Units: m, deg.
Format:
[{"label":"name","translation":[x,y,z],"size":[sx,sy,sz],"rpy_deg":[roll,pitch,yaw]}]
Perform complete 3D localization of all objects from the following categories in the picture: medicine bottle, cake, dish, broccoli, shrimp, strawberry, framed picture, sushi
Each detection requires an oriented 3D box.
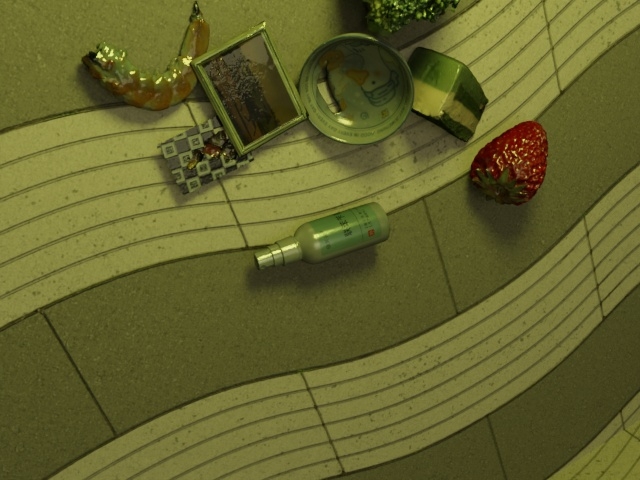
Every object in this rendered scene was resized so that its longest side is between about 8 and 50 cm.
[{"label":"medicine bottle","translation":[0.000,0.000,1.796],"size":[0.352,0.110,0.110],"rpy_deg":[-18,113,-17]},{"label":"cake","translation":[0.349,-0.349,1.801],"size":[0.284,0.172,0.158],"rpy_deg":[26,98,-30]},{"label":"dish","translation":[0.090,-0.378,1.704],"size":[0.273,0.134,0.273],"rpy_deg":[4,124,7]},{"label":"broccoli","translation":[0.179,-0.620,1.583],"size":[0.249,0.302,0.375],"rpy_deg":[37,53,-34]},{"label":"shrimp","translation":[-0.352,-0.381,1.544],"size":[0.287,0.068,0.185],"rpy_deg":[-29,118,-14]},{"label":"strawberry","translation":[0.531,-0.223,1.921],"size":[0.205,0.205,0.244],"rpy_deg":[45,65,-28]},{"label":"framed picture","translation":[-0.156,-0.342,1.623],"size":[0.197,0.014,0.252],"rpy_deg":[-32,119,-9]},{"label":"sushi","translation":[-0.270,-0.207,1.657],"size":[0.201,0.031,0.139],"rpy_deg":[-29,115,-16]}]
